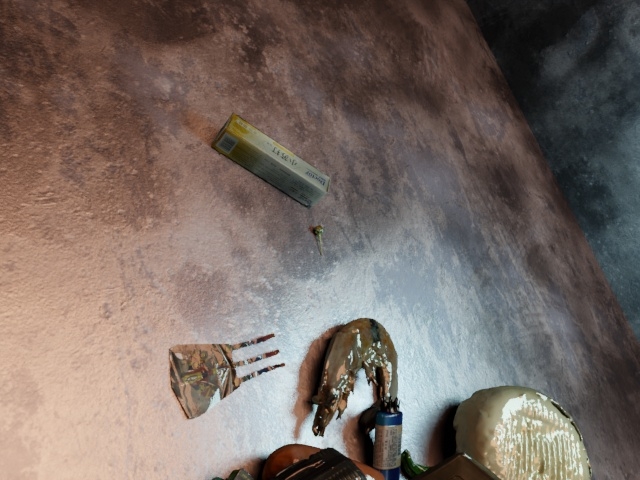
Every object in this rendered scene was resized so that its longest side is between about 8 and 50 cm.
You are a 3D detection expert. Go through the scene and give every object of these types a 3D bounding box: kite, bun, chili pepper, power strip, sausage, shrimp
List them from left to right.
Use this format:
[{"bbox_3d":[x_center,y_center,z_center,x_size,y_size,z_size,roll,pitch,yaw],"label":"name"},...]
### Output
[{"bbox_3d":[-0.183,0.254,0.924,0.245,0.015,0.141,-9,73,-39],"label":"kite"},{"bbox_3d":[0.004,0.467,0.889,0.259,0.113,0.114,30,50,-24],"label":"sausage"},{"bbox_3d":[0.091,0.331,1.072,0.247,0.085,0.360,56,41,-8],"label":"shrimp"},{"bbox_3d":[0.271,0.547,1.073,0.182,0.073,0.050,14,48,10],"label":"chili pepper"},{"bbox_3d":[0.289,0.559,0.989,0.251,0.257,0.092,44,23,-8],"label":"power strip"},{"bbox_3d":[0.501,0.552,1.187,0.359,0.211,0.360,12,57,-20],"label":"bun"}]

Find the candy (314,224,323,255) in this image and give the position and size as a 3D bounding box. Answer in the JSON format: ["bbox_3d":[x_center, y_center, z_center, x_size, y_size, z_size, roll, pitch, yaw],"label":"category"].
[{"bbox_3d":[0.000,0.000,1.224,0.023,0.025,0.083,-6,77,-12],"label":"candy"}]

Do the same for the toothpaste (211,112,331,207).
[{"bbox_3d":[-0.121,-0.200,1.189,0.312,0.089,0.071,31,44,-22],"label":"toothpaste"}]

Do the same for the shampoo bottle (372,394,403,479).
[{"bbox_3d":[0.152,0.445,1.026,0.087,0.050,0.183,16,75,-49],"label":"shampoo bottle"}]

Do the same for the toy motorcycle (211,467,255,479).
[{"bbox_3d":[-0.185,0.459,0.744,0.058,0.100,0.173,48,44,-7],"label":"toy motorcycle"}]

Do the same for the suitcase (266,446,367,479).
[{"bbox_3d":[0.005,0.526,0.761,0.202,0.128,0.312,-17,100,-27],"label":"suitcase"}]
